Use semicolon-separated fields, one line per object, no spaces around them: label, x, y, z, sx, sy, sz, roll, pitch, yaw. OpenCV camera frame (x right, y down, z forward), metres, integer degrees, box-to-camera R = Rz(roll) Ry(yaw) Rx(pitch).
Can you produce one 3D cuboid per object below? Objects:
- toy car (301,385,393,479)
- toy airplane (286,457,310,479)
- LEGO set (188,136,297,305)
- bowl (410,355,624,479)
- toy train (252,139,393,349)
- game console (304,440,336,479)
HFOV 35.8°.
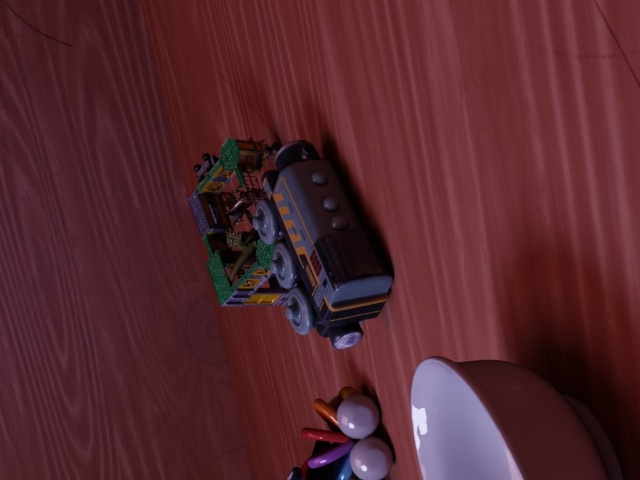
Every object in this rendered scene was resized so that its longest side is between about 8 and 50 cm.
toy car;0.037;0.355;1.741;0.159;0.136;0.182;142;112;-74
toy airplane;-0.098;0.695;2.104;0.386;0.384;0.272;67;154;18
LEGO set;-0.098;-0.027;1.882;0.255;0.192;0.331;-53;51;34
bowl;0.212;0.242;1.004;0.298;0.134;0.297;164;90;-76
toy train;0.000;0.000;1.549;0.190;0.142;0.334;115;141;-50
game console;0.049;0.566;1.847;0.386;0.060;0.341;-27;-79;-87
